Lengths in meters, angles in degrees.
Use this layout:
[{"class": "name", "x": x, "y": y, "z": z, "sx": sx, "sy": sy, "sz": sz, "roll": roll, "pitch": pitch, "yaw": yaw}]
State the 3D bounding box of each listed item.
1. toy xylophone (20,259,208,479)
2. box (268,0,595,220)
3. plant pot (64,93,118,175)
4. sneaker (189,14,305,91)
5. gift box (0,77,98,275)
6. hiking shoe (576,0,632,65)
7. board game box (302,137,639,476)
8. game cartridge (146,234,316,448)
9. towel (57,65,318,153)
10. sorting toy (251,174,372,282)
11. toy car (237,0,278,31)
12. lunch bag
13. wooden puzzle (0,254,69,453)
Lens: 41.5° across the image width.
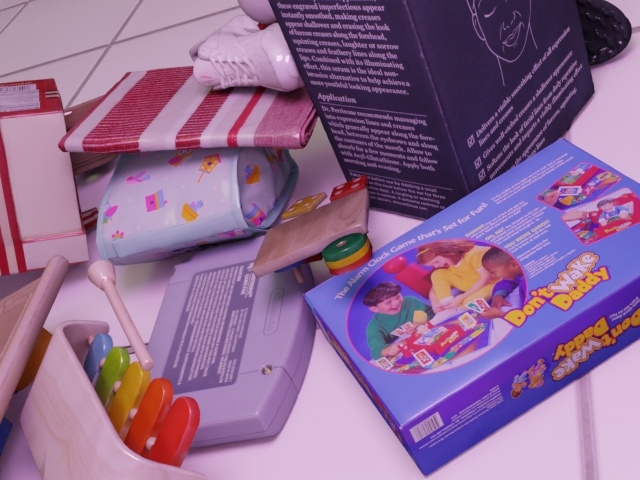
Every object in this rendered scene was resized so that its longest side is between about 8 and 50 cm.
[{"class": "toy xylophone", "x": -0.210, "y": 0.170, "z": 0.843, "sx": 0.236, "sy": 0.081, "sz": 0.322, "roll": -60, "pitch": 39, "yaw": 17}, {"class": "box", "x": 0.137, "y": -0.261, "z": 1.009, "sx": 0.212, "sy": 0.395, "sz": 0.293, "roll": 16, "pitch": 52, "yaw": 42}, {"class": "plant pot", "x": -0.424, "y": -0.173, "z": 1.454, "sx": 0.237, "sy": 0.109, "sz": 0.237, "roll": -19, "pitch": 15, "yaw": 5}, {"class": "sneaker", "x": -0.102, "y": -0.225, "z": 1.093, "sx": 0.115, "sy": 0.090, "sz": 0.232, "roll": -29, "pitch": 27, "yaw": -15}, {"class": "gift box", "x": -0.464, "y": -0.086, "z": 1.240, "sx": 0.255, "sy": 0.258, "sz": 0.276, "roll": -7, "pitch": 23, "yaw": -12}, {"class": "hiking shoe", "x": 0.301, "y": -0.322, "z": 1.230, "sx": 0.304, "sy": 0.113, "sz": 0.132, "roll": 13, "pitch": 27, "yaw": 27}, {"class": "board game box", "x": 0.185, "y": 0.050, "z": 0.864, "sx": 0.347, "sy": 0.078, "sz": 0.233, "roll": -31, "pitch": 36, "yaw": -7}, {"class": "game cartridge", "x": -0.105, "y": 0.111, "z": 0.986, "sx": 0.198, "sy": 0.062, "sz": 0.297, "roll": -9, "pitch": 39, "yaw": 15}, {"class": "towel", "x": -0.152, "y": -0.177, "z": 1.131, "sx": 0.329, "sy": 0.037, "sz": 0.237, "roll": 0, "pitch": 33, "yaw": 15}, {"class": "sorting toy", "x": 0.000, "y": 0.000, "z": 0.963, "sx": 0.132, "sy": 0.046, "sz": 0.274, "roll": -23, "pitch": 17, "yaw": 12}, {"class": "toy car", "x": -0.078, "y": -0.387, "z": 1.402, "sx": 0.219, "sy": 0.238, "sz": 0.210, "roll": -46, "pitch": 25, "yaw": -22}, {"class": "lunch bag", "x": -0.168, "y": -0.066, "z": 1.156, "sx": 0.224, "sy": 0.160, "sz": 0.262, "roll": -12, "pitch": 33, "yaw": 17}, {"class": "wooden puzzle", "x": -0.437, "y": 0.208, "z": 1.005, "sx": 0.348, "sy": 0.080, "sz": 0.322, "roll": -31, "pitch": 30, "yaw": 26}]
